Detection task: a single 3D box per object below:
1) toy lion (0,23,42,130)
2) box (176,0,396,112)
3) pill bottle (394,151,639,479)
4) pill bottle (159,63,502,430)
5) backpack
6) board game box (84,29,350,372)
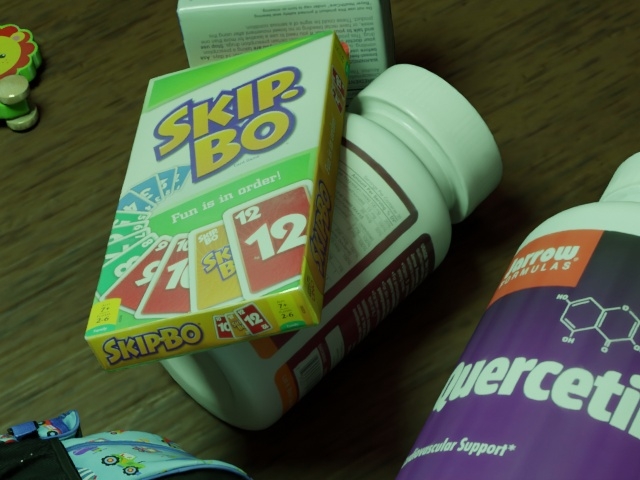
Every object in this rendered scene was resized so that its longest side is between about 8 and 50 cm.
[{"bbox_3d":[-0.238,-0.109,1.328,0.100,0.034,0.096,-20,47,-6],"label":"toy lion"},{"bbox_3d":[-0.018,-0.128,1.241,0.126,0.137,0.072,-3,51,5],"label":"box"},{"bbox_3d":[0.150,0.108,1.016,0.181,0.181,0.323,18,58,20],"label":"pill bottle"},{"bbox_3d":[0.000,0.000,1.154,0.121,0.121,0.221,35,65,28],"label":"pill bottle"},{"bbox_3d":[-0.120,0.168,1.032,0.173,0.158,0.117,-17,34,-21],"label":"backpack"},{"bbox_3d":[-0.052,-0.035,1.099,0.124,0.039,0.259,-13,35,16],"label":"board game box"}]
